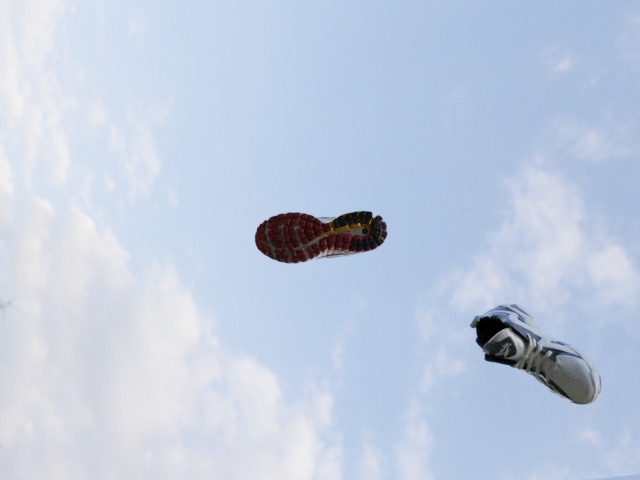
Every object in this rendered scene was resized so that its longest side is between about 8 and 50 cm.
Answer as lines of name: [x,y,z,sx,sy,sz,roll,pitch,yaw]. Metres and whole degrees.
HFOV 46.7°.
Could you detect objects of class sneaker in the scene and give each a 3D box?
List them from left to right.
sneaker: [0.000,0.000,1.265,0.093,0.225,0.088,77,12,-82]
sneaker: [0.346,0.194,1.248,0.235,0.153,0.094,52,-54,35]

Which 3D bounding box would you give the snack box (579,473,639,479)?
snack box: [0.134,0.115,0.318,0.064,0.178,0.022,-17,-111,46]
